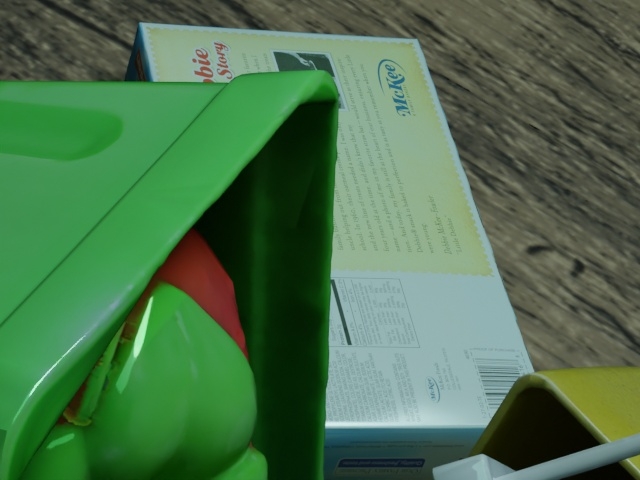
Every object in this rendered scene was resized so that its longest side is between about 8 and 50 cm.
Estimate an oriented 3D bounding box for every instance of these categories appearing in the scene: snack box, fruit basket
[{"bbox_3d":[0.000,0.000,1.121,0.187,0.060,0.322,2,46,-18],"label":"snack box"},{"bbox_3d":[-0.040,0.150,0.736,0.392,0.392,0.283,29,44,10],"label":"fruit basket"}]

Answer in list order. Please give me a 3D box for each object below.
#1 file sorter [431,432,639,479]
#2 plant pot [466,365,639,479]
[{"bbox_3d":[0.172,0.192,0.657,0.173,0.193,0.278,-19,75,9],"label":"file sorter"},{"bbox_3d":[0.174,0.185,0.910,0.187,0.212,0.212,-13,51,-48],"label":"plant pot"}]
